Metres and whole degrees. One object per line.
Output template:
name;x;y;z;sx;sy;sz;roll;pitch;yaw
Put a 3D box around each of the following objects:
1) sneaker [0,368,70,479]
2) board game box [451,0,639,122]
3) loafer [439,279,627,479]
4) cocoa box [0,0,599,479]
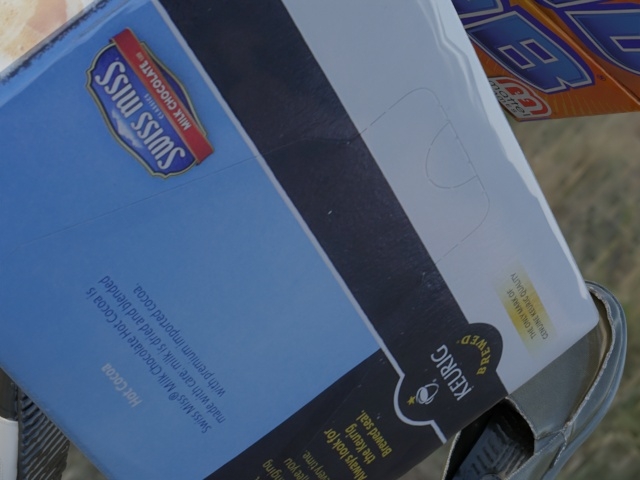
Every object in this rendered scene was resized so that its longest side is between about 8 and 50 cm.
sneaker;-0.306;0.199;1.783;0.146;0.331;0.122;15;23;14
board game box;0.212;-0.341;1.470;0.356;0.356;0.356;39;-18;-24
loafer;0.170;0.136;1.581;0.094;0.251;0.087;21;-18;23
cocoa box;-0.069;-0.049;0.856;0.231;0.228;0.347;49;-5;40
